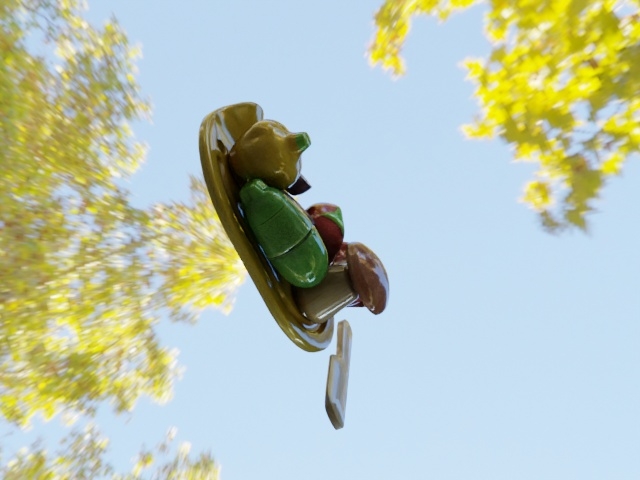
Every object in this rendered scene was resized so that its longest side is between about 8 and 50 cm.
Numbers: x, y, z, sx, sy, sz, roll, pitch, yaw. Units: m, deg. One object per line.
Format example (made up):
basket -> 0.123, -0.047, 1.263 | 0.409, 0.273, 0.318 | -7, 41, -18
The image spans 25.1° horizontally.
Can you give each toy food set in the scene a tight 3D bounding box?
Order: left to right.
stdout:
toy food set -> 0.000, 0.000, 0.962 | 0.071, 0.128, 0.218 | -22, -70, 18
